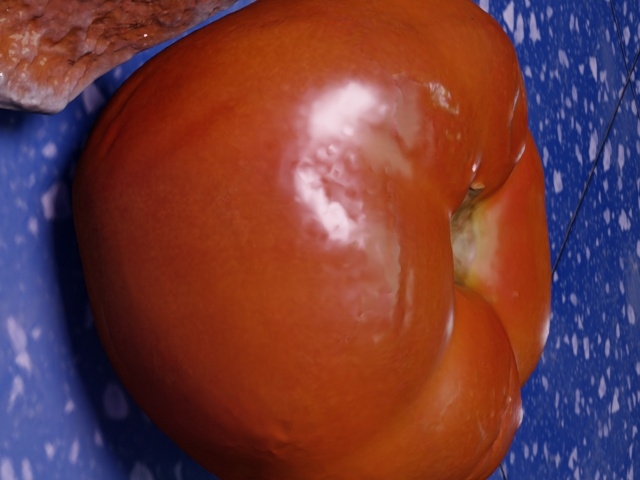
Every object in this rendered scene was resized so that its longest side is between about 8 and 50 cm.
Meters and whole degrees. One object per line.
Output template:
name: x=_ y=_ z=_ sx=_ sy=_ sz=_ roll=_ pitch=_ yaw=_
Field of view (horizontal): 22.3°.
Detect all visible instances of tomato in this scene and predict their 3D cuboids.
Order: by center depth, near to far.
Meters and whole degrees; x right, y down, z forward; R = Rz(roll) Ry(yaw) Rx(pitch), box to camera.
tomato: x=0.001 y=0.004 z=0.716 sx=0.260 sy=0.180 sz=0.260 roll=6 pitch=83 yaw=-61

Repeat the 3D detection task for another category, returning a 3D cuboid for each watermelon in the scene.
watermelon: x=-0.081 y=-0.122 z=0.638 sx=0.098 sy=0.158 sz=0.121 roll=46 pitch=20 yaw=-52
